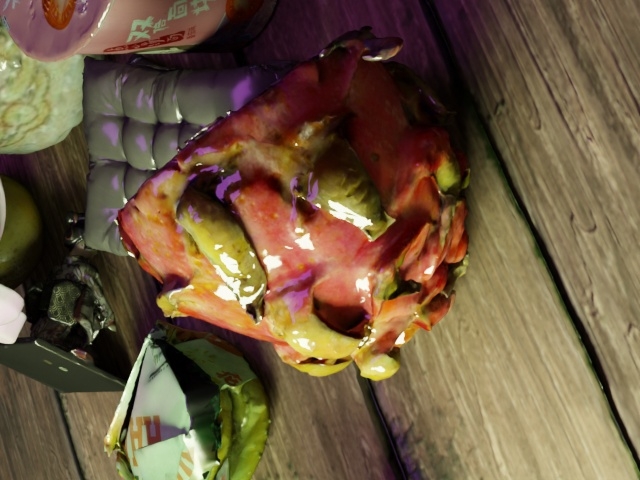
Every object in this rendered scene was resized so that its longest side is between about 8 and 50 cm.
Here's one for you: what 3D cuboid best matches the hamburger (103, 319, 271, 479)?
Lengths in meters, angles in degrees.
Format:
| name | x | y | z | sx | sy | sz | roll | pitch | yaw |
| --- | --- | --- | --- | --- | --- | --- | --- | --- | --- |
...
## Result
| name | x | y | z | sx | sy | sz | roll | pitch | yaw |
| --- | --- | --- | --- | --- | --- | --- | --- | --- | --- |
| hamburger | -0.131 | 0.219 | 1.522 | 0.235 | 0.125 | 0.214 | 34 | 120 | 45 |

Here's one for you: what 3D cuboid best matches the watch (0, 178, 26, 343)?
| name | x | y | z | sx | sy | sz | roll | pitch | yaw |
| --- | --- | --- | --- | --- | --- | --- | --- | --- | --- |
| watch | -0.436 | -0.017 | 1.618 | 0.211 | 0.248 | 0.217 | -10 | 61 | 42 |

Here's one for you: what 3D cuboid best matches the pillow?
| name | x | y | z | sx | sy | sz | roll | pitch | yaw |
| --- | --- | --- | --- | --- | --- | --- | --- | --- | --- |
| pillow | -0.143 | -0.088 | 1.554 | 0.326 | 0.101 | 0.228 | 8 | 99 | 48 |

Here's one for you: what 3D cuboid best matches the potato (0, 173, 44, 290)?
| name | x | y | z | sx | sy | sz | roll | pitch | yaw |
| --- | --- | --- | --- | --- | --- | --- | --- | --- | --- |
| potato | -0.430 | -0.017 | 1.816 | 0.194 | 0.157 | 0.157 | 55 | 127 | 33 |

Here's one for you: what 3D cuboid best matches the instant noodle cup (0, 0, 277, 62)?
| name | x | y | z | sx | sy | sz | roll | pitch | yaw |
| --- | --- | --- | --- | --- | --- | --- | --- | --- | --- |
| instant noodle cup | -0.182 | -0.294 | 1.494 | 0.243 | 0.231 | 0.243 | 0 | 90 | 47 |

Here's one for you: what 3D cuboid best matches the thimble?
| name | x | y | z | sx | sy | sz | roll | pitch | yaw |
| --- | --- | --- | --- | --- | --- | --- | --- | --- | --- |
| thimble | -0.394 | -0.246 | 1.744 | 0.291 | 0.195 | 0.291 | 2 | 93 | 46 |

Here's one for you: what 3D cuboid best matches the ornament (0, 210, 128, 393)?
| name | x | y | z | sx | sy | sz | roll | pitch | yaw |
| --- | --- | --- | --- | --- | --- | --- | --- | --- | --- |
| ornament | -0.290 | 0.066 | 1.726 | 0.166 | 0.153 | 0.196 | -6 | 62 | 45 |

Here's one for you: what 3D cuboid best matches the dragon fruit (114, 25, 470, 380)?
| name | x | y | z | sx | sy | sz | roll | pitch | yaw |
| --- | --- | --- | --- | --- | --- | --- | --- | --- | --- |
| dragon fruit | 0.000 | 0.000 | 1.271 | 0.263 | 0.296 | 0.314 | 55 | 160 | -1 |
